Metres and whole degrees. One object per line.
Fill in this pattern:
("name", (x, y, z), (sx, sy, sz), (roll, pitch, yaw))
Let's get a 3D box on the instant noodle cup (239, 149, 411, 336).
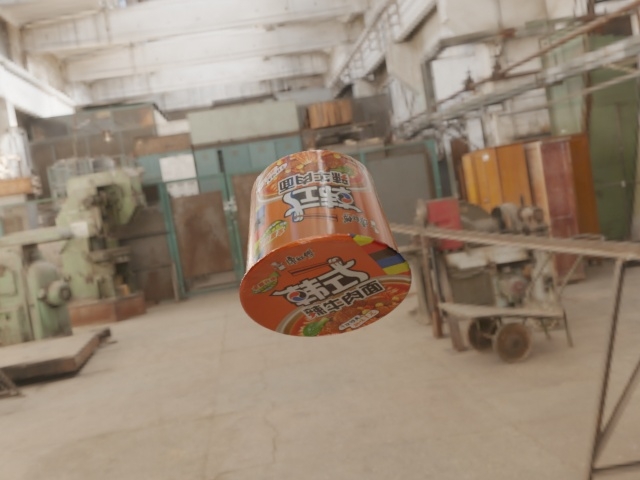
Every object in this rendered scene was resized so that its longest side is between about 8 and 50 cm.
("instant noodle cup", (0.000, 0.000, 1.198), (0.250, 0.192, 0.250), (-4, -39, -3))
